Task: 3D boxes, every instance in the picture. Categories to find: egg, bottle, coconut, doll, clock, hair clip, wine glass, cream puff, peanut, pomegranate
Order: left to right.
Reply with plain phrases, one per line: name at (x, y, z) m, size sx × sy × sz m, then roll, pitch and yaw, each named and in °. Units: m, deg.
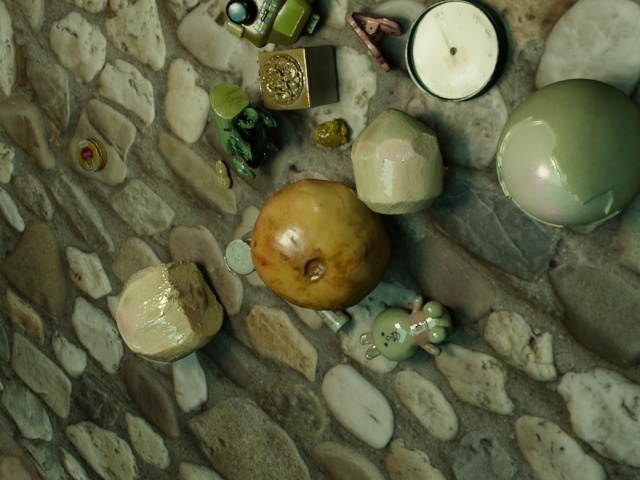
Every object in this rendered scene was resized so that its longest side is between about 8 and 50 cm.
coconut at (-0.449, 0.212, 2.093) m, size 0.254 × 0.297 × 0.297 m, roll -22°, pitch 93°, yaw 21°
peanut at (-0.272, -0.184, 2.006) m, size 0.037 × 0.037 × 0.083 m, roll -5°, pitch 98°, yaw 33°
wine glass at (-0.153, 0.020, 1.892) m, size 0.111 × 0.204 × 0.111 m, roll 10°, pitch 109°, yaw 31°
bottle at (-0.013, 0.155, 1.934) m, size 0.217 × 0.060 × 0.060 m, roll 44°, pitch 123°, yaw 11°
pomegranate at (0.000, 0.000, 1.737) m, size 0.338 × 0.338 × 0.339 m, roll 11°, pitch 111°, yaw 30°
cream puff at (0.026, -0.266, 1.779) m, size 0.083 × 0.083 × 0.058 m, roll -51°, pitch 36°, yaw 45°
hair clip at (0.107, -0.458, 1.635) m, size 0.138 × 0.123 × 0.102 m, roll 21°, pitch 87°, yaw 20°
coconut at (0.173, -0.179, 1.618) m, size 0.224 × 0.224 × 0.234 m, roll 13°, pitch 109°, yaw 29°
doll at (0.223, 0.228, 1.784) m, size 0.275 × 0.113 × 0.155 m, roll -28°, pitch 80°, yaw 42°
clock at (0.292, -0.413, 1.564) m, size 0.225 × 0.049 × 0.226 m, roll 11°, pitch 112°, yaw 29°
egg at (0.473, -0.160, 1.362) m, size 0.278 × 0.336 × 0.279 m, roll 14°, pitch 118°, yaw 27°

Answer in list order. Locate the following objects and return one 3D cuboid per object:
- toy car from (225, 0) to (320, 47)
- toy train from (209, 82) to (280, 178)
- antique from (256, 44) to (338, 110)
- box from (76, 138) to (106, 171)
toy car at (-0.092, -0.567, 1.700) m, size 0.198 × 0.204 × 0.248 m, roll 28°, pitch 123°, yaw -5°
toy train at (-0.207, -0.270, 1.803) m, size 0.189 × 0.307 × 0.126 m, roll 33°, pitch 77°, yaw 6°
antique at (-0.061, -0.392, 1.736) m, size 0.151 × 0.148 × 0.147 m, roll 4°, pitch 109°, yaw 34°
box at (-0.721, -0.269, 2.262) m, size 0.105 × 0.037 × 0.106 m, roll 11°, pitch 112°, yaw 30°
